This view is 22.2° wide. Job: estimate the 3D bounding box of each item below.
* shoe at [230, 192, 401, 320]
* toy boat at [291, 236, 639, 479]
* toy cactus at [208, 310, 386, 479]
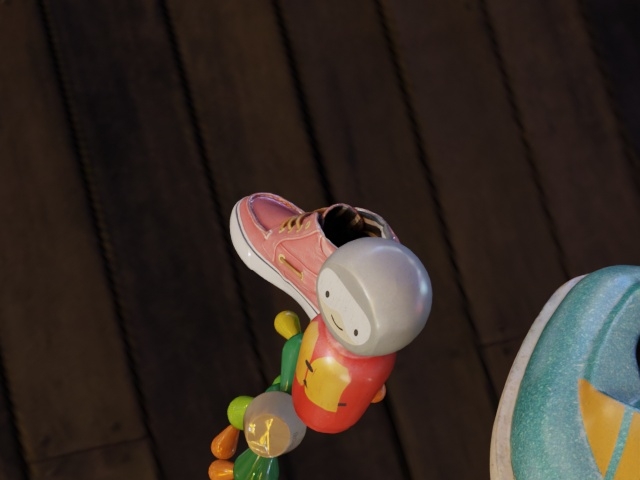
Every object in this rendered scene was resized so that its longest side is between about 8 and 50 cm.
[{"bbox_3d":[0.000,0.000,1.107,0.063,0.081,0.178,-14,42,-30],"label":"shoe"},{"bbox_3d":[0.139,0.098,0.955,0.318,0.148,0.267,18,48,-3],"label":"toy boat"},{"bbox_3d":[-0.026,0.146,1.307,0.112,0.180,0.219,34,97,1],"label":"toy cactus"}]
